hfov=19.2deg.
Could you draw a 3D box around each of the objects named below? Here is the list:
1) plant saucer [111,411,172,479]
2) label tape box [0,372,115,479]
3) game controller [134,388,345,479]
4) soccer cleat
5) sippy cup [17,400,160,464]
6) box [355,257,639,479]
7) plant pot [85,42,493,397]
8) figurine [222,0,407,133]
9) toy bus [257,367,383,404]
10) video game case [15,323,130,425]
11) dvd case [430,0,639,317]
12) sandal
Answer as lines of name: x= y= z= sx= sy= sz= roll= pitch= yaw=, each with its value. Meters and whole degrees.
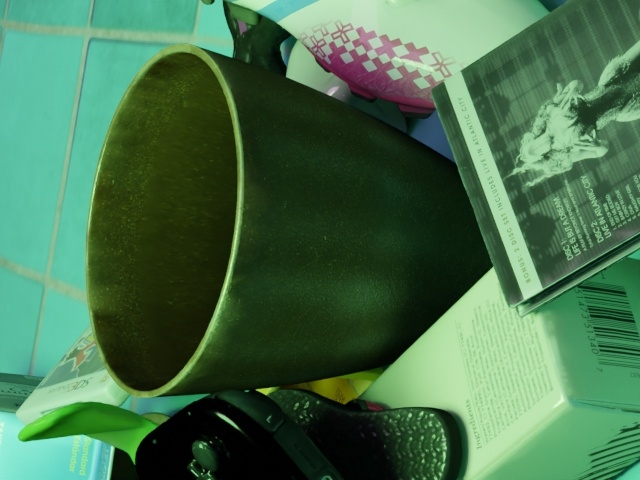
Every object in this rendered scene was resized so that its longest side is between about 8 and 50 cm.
plant saucer: x=-0.134 y=0.281 z=1.552 sx=0.278 sy=0.041 sz=0.278 roll=-21 pitch=66 yaw=58
label tape box: x=-0.279 y=0.262 z=1.673 sx=0.347 sy=0.115 sz=0.249 roll=-163 pitch=83 yaw=-74
game controller: x=0.015 y=0.226 z=1.118 sx=0.319 sy=0.067 sz=0.166 roll=50 pitch=139 yaw=-1
soccer cleat: x=0.016 y=-0.185 z=1.218 sx=0.331 sy=0.116 sz=0.143 roll=27 pitch=141 yaw=36
sippy cup: x=-0.143 y=0.280 z=1.328 sx=0.305 sy=0.224 sz=0.240 roll=39 pitch=110 yaw=39
box: x=0.095 y=0.120 z=1.138 sx=0.275 sy=0.094 sz=0.113 roll=-47 pitch=44 yaw=46
plant pot: x=0.000 y=0.000 z=1.194 sx=0.215 sy=0.230 sz=0.215 roll=-21 pitch=66 yaw=58
figurine: x=-0.015 y=-0.153 z=1.412 sx=0.215 sy=0.092 sz=0.209 roll=-32 pitch=52 yaw=52
toy bus: x=-0.039 y=0.073 z=1.371 sx=0.202 sy=0.104 sz=0.191 roll=-22 pitch=64 yaw=56
video game case: x=-0.147 y=0.064 z=1.527 sx=0.201 sy=0.023 sz=0.183 roll=-52 pitch=17 yaw=-29
dvd case: x=0.174 y=-0.077 z=1.031 sx=0.221 sy=0.018 sz=0.164 roll=-32 pitch=51 yaw=20
sandal: x=0.024 y=0.125 z=1.134 sx=0.179 sy=0.040 sz=0.067 roll=-1 pitch=87 yaw=46
